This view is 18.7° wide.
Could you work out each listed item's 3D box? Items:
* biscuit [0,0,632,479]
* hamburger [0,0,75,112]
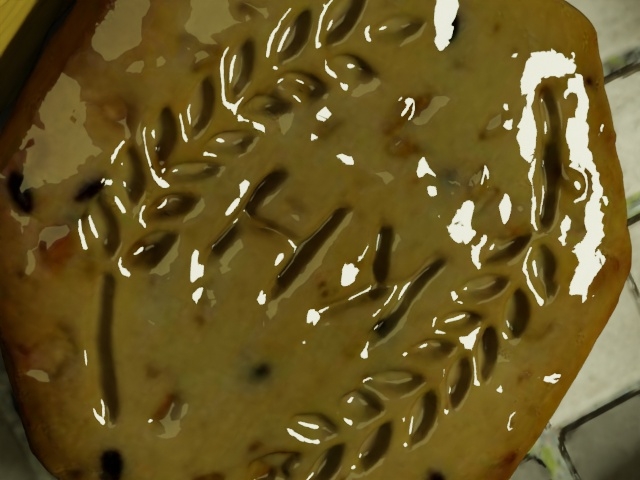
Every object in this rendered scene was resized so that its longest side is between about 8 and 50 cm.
[{"bbox_3d":[0.001,0.001,0.971,0.359,0.046,0.359,-7,110,-18],"label":"biscuit"},{"bbox_3d":[-0.248,-0.113,0.844,0.236,0.276,0.276,31,91,-1],"label":"hamburger"}]
